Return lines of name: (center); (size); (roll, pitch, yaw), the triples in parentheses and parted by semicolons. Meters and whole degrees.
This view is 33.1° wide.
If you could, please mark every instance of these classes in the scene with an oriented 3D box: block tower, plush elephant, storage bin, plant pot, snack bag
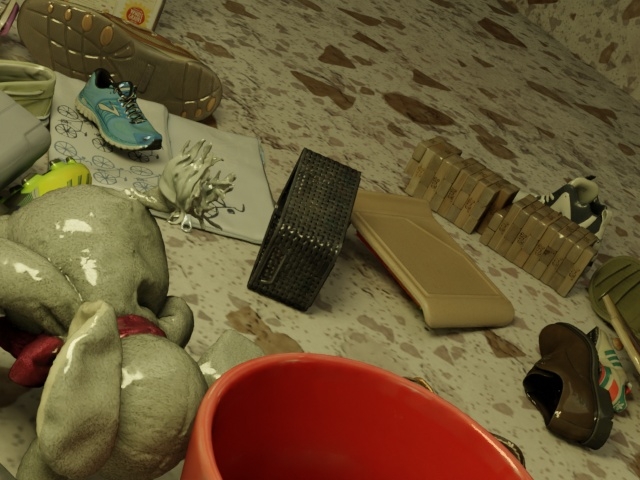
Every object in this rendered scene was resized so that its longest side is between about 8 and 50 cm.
block tower: (0.297, -0.044, 1.784); (0.335, 0.091, 0.097); (36, 28, 17)
plush elephant: (-0.182, 0.101, 0.874); (0.272, 0.330, 0.255); (29, 40, -46)
storage bin: (-0.019, -0.016, 1.360); (0.084, 0.122, 0.180); (23, 41, -7)
plant pot: (-0.001, 0.255, 0.772); (0.275, 0.243, 0.275); (21, 27, -11)
snack bag: (-0.212, -0.114, 1.502); (0.343, 0.037, 0.323); (16, 27, -21)

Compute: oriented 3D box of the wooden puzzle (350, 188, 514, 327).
wooden puzzle: (0.148, 0.030, 1.527); (0.221, 0.044, 0.238); (4, 44, -49)

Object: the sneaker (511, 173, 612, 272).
sneaker: (0.408, -0.069, 1.862); (0.094, 0.153, 0.235); (5, 33, -39)

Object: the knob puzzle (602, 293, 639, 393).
knob puzzle: (0.446, 0.186, 1.493); (0.213, 0.030, 0.213); (52, 16, -22)

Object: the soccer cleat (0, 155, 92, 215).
soccer cleat: (-0.308, -0.005, 1.183); (0.121, 0.093, 0.289); (54, 17, -14)

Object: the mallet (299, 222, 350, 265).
mallet: (0.000, 0.000, 1.498); (0.039, 0.062, 0.189); (31, 41, 6)

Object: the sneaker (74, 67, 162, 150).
sneaker: (-0.267, -0.175, 1.437); (0.162, 0.073, 0.063); (40, 28, 27)

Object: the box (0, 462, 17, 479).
box: (-0.423, 0.156, 0.734); (0.395, 0.097, 0.318); (38, 29, 20)

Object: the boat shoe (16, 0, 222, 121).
boat shoe: (-0.307, -0.281, 1.645); (0.324, 0.123, 0.116); (25, 20, -24)

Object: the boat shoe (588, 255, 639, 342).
boat shoe: (0.513, 0.126, 1.669); (0.103, 0.113, 0.302); (47, 9, -24)

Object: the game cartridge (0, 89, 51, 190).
game cartridge: (-0.455, -0.161, 1.182); (0.294, 0.060, 0.196); (38, 29, -7)

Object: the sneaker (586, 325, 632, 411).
sneaker: (0.396, 0.184, 1.508); (0.075, 0.057, 0.161); (42, 23, -8)

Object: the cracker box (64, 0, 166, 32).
cracker box: (-0.324, -0.463, 1.819); (0.156, 0.232, 0.067); (24, 26, -7)

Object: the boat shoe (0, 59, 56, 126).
boat shoe: (-0.472, -0.191, 1.333); (0.302, 0.094, 0.109); (-2, 38, -44)

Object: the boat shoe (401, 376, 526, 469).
boat shoe: (0.084, 0.202, 1.087); (0.342, 0.123, 0.123); (13, 29, -26)

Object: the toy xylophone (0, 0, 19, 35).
toy xylophone: (-0.589, -0.330, 1.499); (0.323, 0.081, 0.236); (15, 29, -22)

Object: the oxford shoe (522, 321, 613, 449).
oxford shoe: (0.311, 0.171, 1.409); (0.096, 0.082, 0.227); (17, 26, -9)
